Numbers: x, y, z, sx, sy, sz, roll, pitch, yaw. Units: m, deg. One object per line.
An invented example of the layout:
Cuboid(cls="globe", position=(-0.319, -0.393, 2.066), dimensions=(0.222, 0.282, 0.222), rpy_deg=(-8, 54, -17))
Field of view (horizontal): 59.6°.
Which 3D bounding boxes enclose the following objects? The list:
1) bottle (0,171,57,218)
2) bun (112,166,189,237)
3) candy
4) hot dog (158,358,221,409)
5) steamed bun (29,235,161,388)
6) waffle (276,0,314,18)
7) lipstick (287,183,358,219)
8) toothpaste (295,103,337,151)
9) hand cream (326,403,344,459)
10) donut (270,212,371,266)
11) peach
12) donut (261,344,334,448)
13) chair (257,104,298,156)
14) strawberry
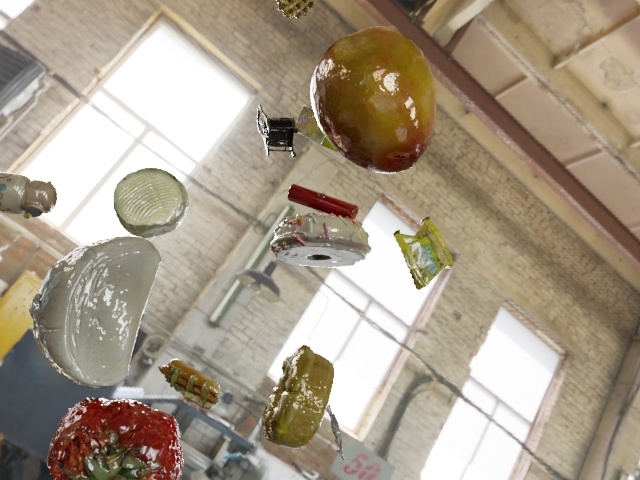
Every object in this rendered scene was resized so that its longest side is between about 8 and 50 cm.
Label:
Cuboid(cls="bottle", position=(-0.741, -0.108, 1.324), dimensions=(0.209, 0.110, 0.097), rpy_deg=(7, -39, -8))
Cuboid(cls="bun", position=(-0.585, -0.126, 1.942), dimensions=(0.259, 0.259, 0.152), rpy_deg=(31, -25, 5))
Cuboid(cls="candy", position=(0.316, 0.028, 1.669), dimensions=(0.081, 0.297, 0.187), rpy_deg=(-29, -92, 36))
Cuboid(cls="hot dog", position=(-0.458, 0.501, 1.958), dimensions=(0.269, 0.109, 0.072), rpy_deg=(23, 12, 21))
Cuboid(cls="steamed bun", position=(-0.570, 0.158, 1.384), dimensions=(0.236, 0.383, 0.247), rpy_deg=(24, -20, -38))
Cuboid(cls="waffle", position=(-0.049, -0.685, 1.495), dimensions=(0.046, 0.192, 0.160), rpy_deg=(29, 8, 19))
Cuboid(cls="lipstick", position=(0.008, -0.143, 2.121), dimensions=(0.279, 0.073, 0.073), rpy_deg=(20, -23, 18))
Cuboid(cls="toothpaste", position=(0.000, -0.416, 2.052), dimensions=(0.077, 0.110, 0.327), rpy_deg=(16, 13, -26))
Cuboid(cls="hand cream", position=(0.036, 0.649, 1.983), dimensions=(0.257, 0.050, 0.084), rpy_deg=(68, -15, -6))
Cuboid(cls="donut", position=(0.000, 0.000, 2.061), dimensions=(0.382, 0.142, 0.382), rpy_deg=(2, -15, 0))
Cuboid(cls="peach", position=(0.129, -0.312, 1.277), dimensions=(0.308, 0.308, 0.332), rpy_deg=(124, -54, -70))
Cuboid(cls="donut", position=(-0.055, 0.411, 1.470), dimensions=(0.128, 0.261, 0.208), rpy_deg=(26, -26, -10))
Cuboid(cls="chair", position=(-0.153, -0.390, 1.951), dimensions=(0.113, 0.229, 0.106), rpy_deg=(-1, -53, -13))
Cuboid(cls="strawberry", position=(-0.448, 0.484, 1.300), dimensions=(0.312, 0.267, 0.351), rpy_deg=(50, 7, 2))
